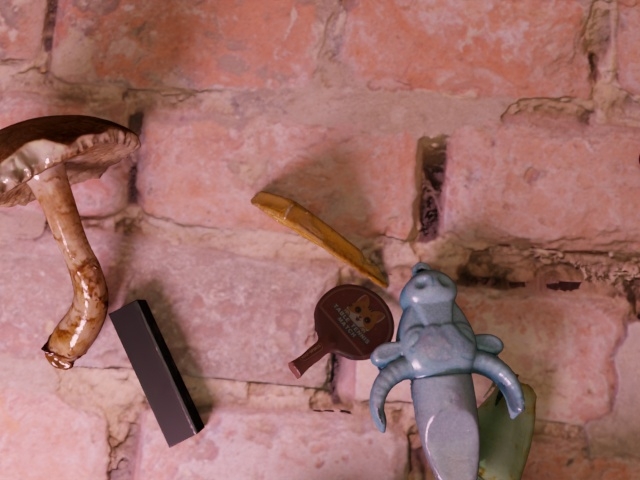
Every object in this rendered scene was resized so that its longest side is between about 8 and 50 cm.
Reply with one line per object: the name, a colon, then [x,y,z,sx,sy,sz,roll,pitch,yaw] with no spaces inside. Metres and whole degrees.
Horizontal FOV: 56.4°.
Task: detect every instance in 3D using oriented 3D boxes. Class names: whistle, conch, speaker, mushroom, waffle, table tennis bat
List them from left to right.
mushroom: [-0.314,-0.024,0.768,0.232,0.302,0.208,-20,41,0]
speaker: [-0.217,0.173,0.789,0.046,0.040,0.191,-26,84,-1]
waffle: [0.000,0.000,0.827,0.191,0.125,0.032,38,80,-30]
table tennis bat: [0.012,0.147,0.808,0.170,0.119,0.107,-33,70,-34]
whistle: [0.146,0.157,0.745,0.186,0.093,0.274,-4,69,-7]
conch: [0.230,0.257,0.766,0.105,0.079,0.170,37,81,-9]
